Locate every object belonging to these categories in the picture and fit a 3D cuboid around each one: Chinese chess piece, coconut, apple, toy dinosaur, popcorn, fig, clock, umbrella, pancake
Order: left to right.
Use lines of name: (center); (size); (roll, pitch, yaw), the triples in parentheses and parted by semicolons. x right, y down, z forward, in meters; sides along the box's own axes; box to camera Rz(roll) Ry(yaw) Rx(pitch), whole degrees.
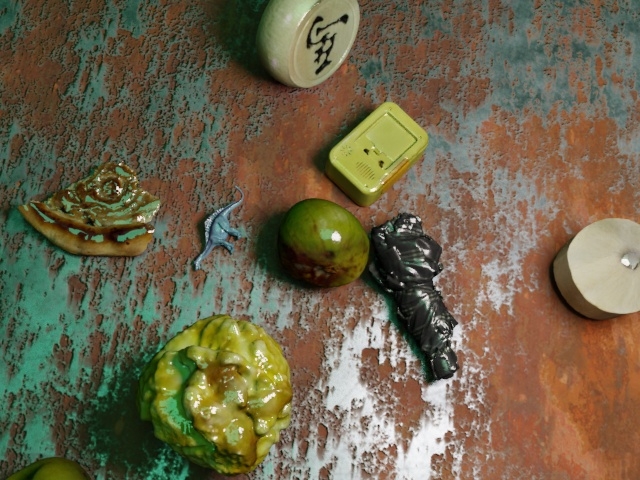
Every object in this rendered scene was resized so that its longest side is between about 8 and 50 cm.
apple: (-0.484, 0.475, 1.515); (0.196, 0.196, 0.157); (-34, 113, -16)
pancake: (-0.450, -0.043, 1.764); (0.257, 0.056, 0.212); (-31, 77, -16)
popcorn: (-0.181, 0.270, 1.580); (0.282, 0.247, 0.282); (0, 90, -37)
toy dinosaur: (-0.202, -0.020, 1.792); (0.080, 0.045, 0.197); (25, 79, 5)
Chinese chess piece: (-0.025, -0.446, 1.852); (0.101, 0.250, 0.250); (37, 70, 25)
fig: (0.000, 0.000, 1.748); (0.181, 0.181, 0.191); (-19, 53, -13)
clock: (0.120, -0.184, 1.861); (0.202, 0.096, 0.143); (-43, 83, -17)
umbrella: (0.213, 0.107, 1.765); (0.154, 0.128, 0.336); (-31, 83, 0)
coconut: (0.589, 0.057, 1.767); (0.202, 0.222, 0.202); (1, 77, -6)
